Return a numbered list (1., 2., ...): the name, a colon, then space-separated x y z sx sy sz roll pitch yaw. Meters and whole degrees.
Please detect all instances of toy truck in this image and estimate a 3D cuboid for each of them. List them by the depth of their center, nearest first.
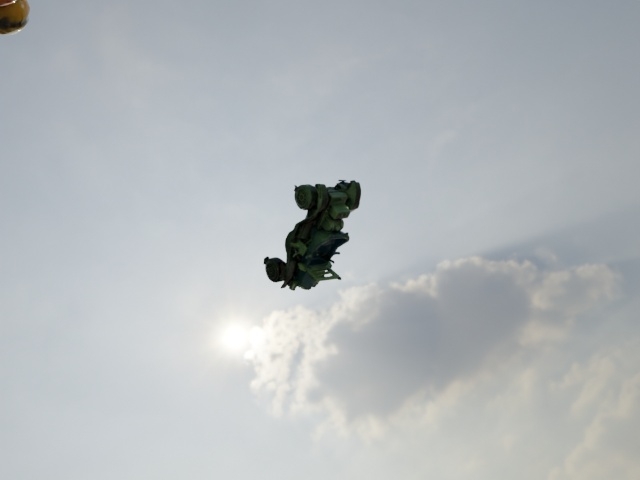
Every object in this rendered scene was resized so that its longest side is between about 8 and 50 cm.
1. toy truck: -0.001 0.001 0.817 0.080 0.078 0.154 -7 -46 -41

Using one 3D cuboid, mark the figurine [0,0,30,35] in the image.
1. figurine: -0.327 -0.365 0.686 0.323 0.196 0.320 -9 -32 -19
